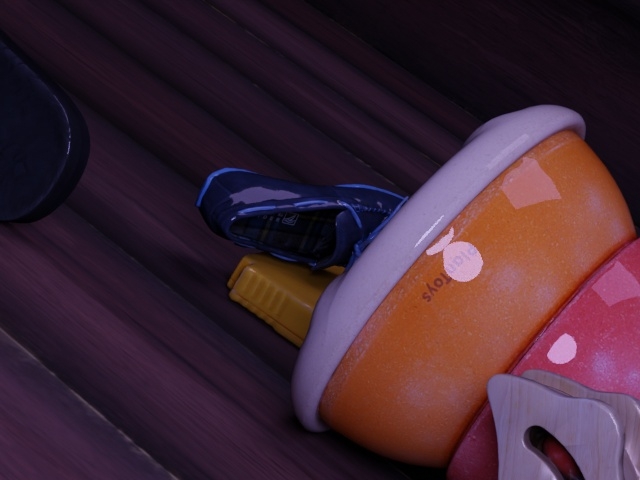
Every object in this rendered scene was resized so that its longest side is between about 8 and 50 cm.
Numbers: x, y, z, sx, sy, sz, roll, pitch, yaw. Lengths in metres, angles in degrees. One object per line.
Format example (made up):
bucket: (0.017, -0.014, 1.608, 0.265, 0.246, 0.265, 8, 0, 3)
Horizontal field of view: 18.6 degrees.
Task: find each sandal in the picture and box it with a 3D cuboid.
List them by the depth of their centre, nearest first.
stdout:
sandal: (-0.385, -0.187, 1.760, 0.446, 0.167, 0.107, 38, 11, 25)

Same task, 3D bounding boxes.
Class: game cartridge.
game cartridge: (0.081, 0.110, 1.973, 0.324, 0.052, 0.285, 32, 13, 16)

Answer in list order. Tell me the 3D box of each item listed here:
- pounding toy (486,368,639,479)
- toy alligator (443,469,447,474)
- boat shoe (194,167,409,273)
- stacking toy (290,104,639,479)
pounding toy: (0.183, 0.230, 1.464, 0.154, 0.269, 0.155, -6, -3, 27)
toy alligator: (0.149, 0.211, 1.739, 0.051, 0.056, 0.190, -26, 46, -23)
boat shoe: (0.000, 0.000, 1.938, 0.258, 0.109, 0.089, 4, 30, -23)
stacking toy: (0.243, 0.154, 1.600, 0.480, 0.350, 0.350, 42, 16, 14)
